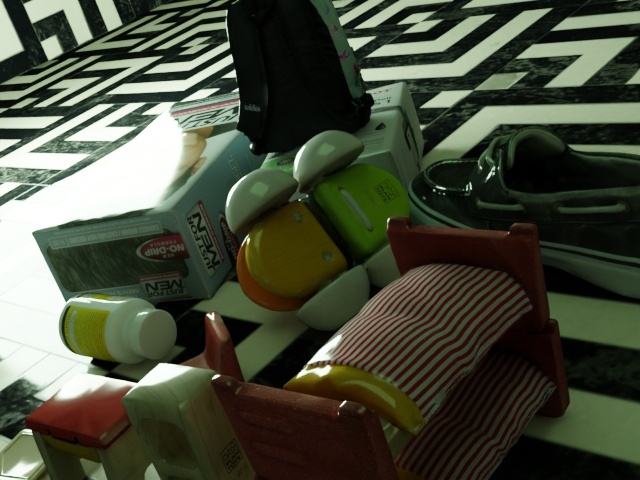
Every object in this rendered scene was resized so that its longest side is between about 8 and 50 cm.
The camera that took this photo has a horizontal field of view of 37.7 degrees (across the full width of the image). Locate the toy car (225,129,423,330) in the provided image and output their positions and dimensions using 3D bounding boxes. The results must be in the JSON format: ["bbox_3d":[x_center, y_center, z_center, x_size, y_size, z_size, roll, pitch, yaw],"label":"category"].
[{"bbox_3d":[0.000,0.000,0.888,0.182,0.159,0.136,-33,-9,-26],"label":"toy car"}]

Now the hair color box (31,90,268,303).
[{"bbox_3d":[-0.161,-0.066,1.145,0.185,0.114,0.374,-8,27,23],"label":"hair color box"}]

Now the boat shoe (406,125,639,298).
[{"bbox_3d":[0.196,-0.049,0.837,0.121,0.119,0.335,-33,28,-28],"label":"boat shoe"}]

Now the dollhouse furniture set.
[{"bbox_3d":[-0.039,0.095,0.671,0.374,0.152,0.201,3,32,40],"label":"dollhouse furniture set"}]

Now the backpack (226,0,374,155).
[{"bbox_3d":[-0.033,-0.199,1.017,0.151,0.182,0.115,-16,25,9],"label":"backpack"}]

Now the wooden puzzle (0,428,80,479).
[{"bbox_3d":[-0.252,0.188,0.806,0.116,0.014,0.078,1,27,37],"label":"wooden puzzle"}]

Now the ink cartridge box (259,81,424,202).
[{"bbox_3d":[0.028,-0.091,1.082,0.160,0.093,0.219,-12,26,15],"label":"ink cartridge box"}]

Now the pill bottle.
[{"bbox_3d":[-0.196,0.086,0.912,0.116,0.065,0.065,2,32,40],"label":"pill bottle"}]
